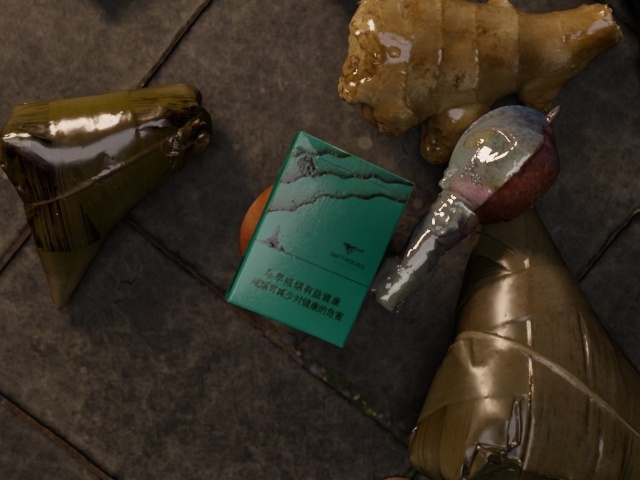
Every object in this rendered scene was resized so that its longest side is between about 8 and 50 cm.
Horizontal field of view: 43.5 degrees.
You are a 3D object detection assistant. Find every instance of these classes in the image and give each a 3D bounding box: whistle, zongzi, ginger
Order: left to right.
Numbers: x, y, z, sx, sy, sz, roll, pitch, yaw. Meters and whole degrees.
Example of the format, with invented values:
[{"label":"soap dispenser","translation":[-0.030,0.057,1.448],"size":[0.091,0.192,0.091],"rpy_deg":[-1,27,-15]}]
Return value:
[{"label":"zongzi","translation":[-0.272,-0.056,1.115],"size":[0.274,0.145,0.300],"rpy_deg":[-10,112,-5]},{"label":"whistle","translation":[0.193,-0.046,1.043],"size":[0.134,0.142,0.346],"rpy_deg":[41,91,-26]},{"label":"ginger","translation":[0.214,-0.222,1.077],"size":[0.376,0.166,0.236],"rpy_deg":[6,88,4]},{"label":"zongzi","translation":[0.417,0.172,1.115],"size":[0.500,0.218,0.467],"rpy_deg":[21,81,-11]}]

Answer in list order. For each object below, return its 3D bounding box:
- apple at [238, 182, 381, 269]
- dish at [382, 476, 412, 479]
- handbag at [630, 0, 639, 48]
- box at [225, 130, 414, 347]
[{"label":"apple","translation":[-0.012,0.008,1.094],"size":[0.201,0.162,0.201],"rpy_deg":[0,94,0]},{"label":"dish","translation":[0.100,0.465,1.178],"size":[0.213,0.090,0.213],"rpy_deg":[0,97,-1]},{"label":"handbag","translation":[0.563,-0.287,1.110],"size":[0.254,0.088,0.211],"rpy_deg":[-10,98,4]},{"label":"box","translation":[0.000,0.000,0.997],"size":[0.161,0.042,0.226],"rpy_deg":[23,91,-14]}]
